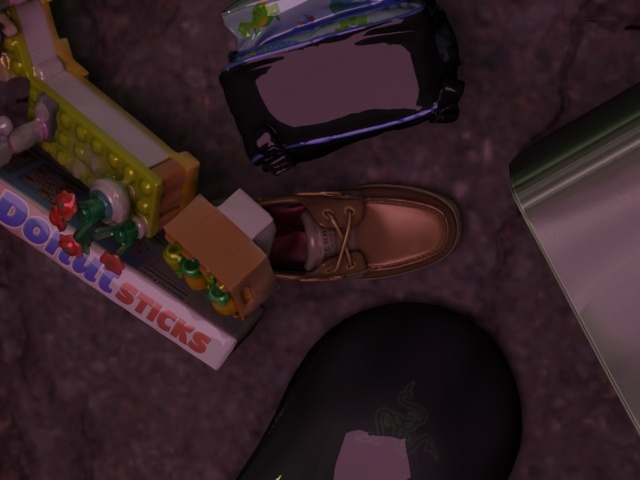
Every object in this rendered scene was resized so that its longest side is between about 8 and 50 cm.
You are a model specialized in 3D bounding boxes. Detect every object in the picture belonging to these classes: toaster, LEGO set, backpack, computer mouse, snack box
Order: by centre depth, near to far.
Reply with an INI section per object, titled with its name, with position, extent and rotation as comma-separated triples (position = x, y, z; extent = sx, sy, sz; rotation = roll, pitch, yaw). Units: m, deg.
[toaster]
position = 0.167, 0.017, 0.763
extent = 0.110, 0.186, 0.168
rotation = -29, 95, 9
[backpack]
position = 0.010, -0.085, 0.807
extent = 0.105, 0.114, 0.084
rotation = -16, 96, 9
[LEGO set]
position = -0.141, -0.069, 0.808
extent = 0.132, 0.107, 0.287
rotation = -26, 92, 53
[snack box]
position = -0.111, -0.001, 0.868
extent = 0.178, 0.064, 0.022
rotation = 34, 107, 3
[computer mouse]
position = 0.009, 0.161, 0.872
extent = 0.188, 0.072, 0.272
rotation = 26, 103, 5

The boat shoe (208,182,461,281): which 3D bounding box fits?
[boat shoe]
position = 0.000, 0.000, 0.859
extent = 0.135, 0.045, 0.050
rotation = -5, 99, 11
